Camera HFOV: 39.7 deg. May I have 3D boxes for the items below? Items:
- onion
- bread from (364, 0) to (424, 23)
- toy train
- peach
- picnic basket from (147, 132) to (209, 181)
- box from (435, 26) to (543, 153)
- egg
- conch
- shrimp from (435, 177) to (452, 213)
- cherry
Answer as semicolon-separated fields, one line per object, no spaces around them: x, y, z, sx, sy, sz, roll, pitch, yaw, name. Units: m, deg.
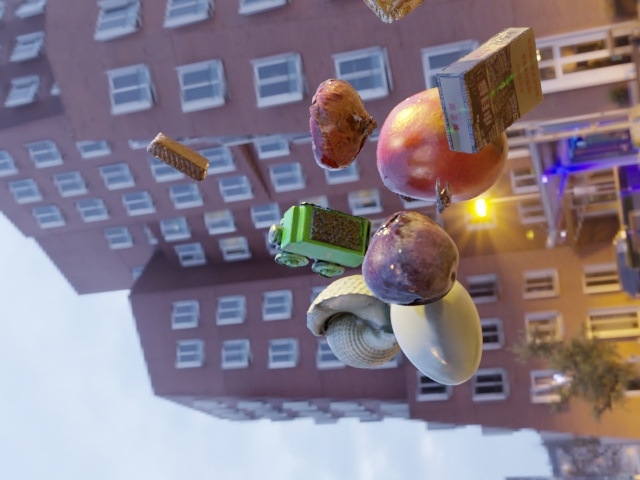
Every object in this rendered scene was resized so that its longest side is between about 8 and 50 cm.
0.061;-0.286;2.185;0.230;0.164;0.229;-4;-90;-74;onion
0.123;-0.640;2.017;0.288;0.152;0.119;51;-170;-5;bread
0.000;0.000;2.215;0.188;0.243;0.132;140;140;-60;toy train
0.338;-0.259;2.504;0.370;0.370;0.369;-7;-90;-71;peach
-0.424;-0.253;2.676;0.193;0.055;0.110;31;-159;-10;picnic basket
0.408;-0.363;2.106;0.310;0.084;0.198;-37;-55;-35;box
0.250;0.185;1.890;0.183;0.183;0.264;50;-163;-57;egg
0.131;0.208;2.511;0.303;0.319;0.215;44;-141;-21;conch
0.286;-0.102;2.051;0.029;0.038;0.092;-82;-13;-52;shrimp
0.183;0.040;1.762;0.195;0.195;0.195;-7;-90;-71;cherry
